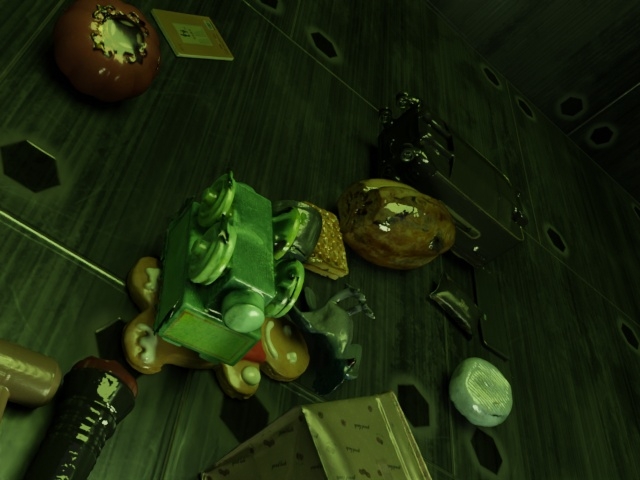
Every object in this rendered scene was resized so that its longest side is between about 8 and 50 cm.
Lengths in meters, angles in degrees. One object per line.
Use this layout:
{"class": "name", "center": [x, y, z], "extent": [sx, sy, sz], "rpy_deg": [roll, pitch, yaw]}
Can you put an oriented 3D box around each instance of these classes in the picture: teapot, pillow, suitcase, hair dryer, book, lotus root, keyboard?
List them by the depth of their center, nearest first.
{"class": "hair dryer", "center": [-0.364, 0.196, 0.814], "extent": [0.117, 0.064, 0.182], "rpy_deg": [31, 46, -31]}
{"class": "teapot", "center": [-0.067, -0.012, 1.320], "extent": [0.149, 0.111, 0.108], "rpy_deg": [31, 52, -37]}
{"class": "book", "center": [-0.268, -0.433, 1.570], "extent": [0.172, 0.012, 0.118], "rpy_deg": [-14, 70, -55]}
{"class": "lotus root", "center": [0.177, -0.037, 1.573], "extent": [0.290, 0.193, 0.193], "rpy_deg": [19, 45, -39]}
{"class": "pillow", "center": [0.310, 0.145, 1.671], "extent": [0.150, 0.048, 0.090], "rpy_deg": [47, 31, -11]}
{"class": "keyboard", "center": [0.413, 0.198, 1.763], "extent": [0.103, 0.041, 0.381], "rpy_deg": [33, 31, -24]}
{"class": "suitcase", "center": [0.305, -0.132, 1.798], "extent": [0.433, 0.194, 0.283], "rpy_deg": [33, 37, -26]}

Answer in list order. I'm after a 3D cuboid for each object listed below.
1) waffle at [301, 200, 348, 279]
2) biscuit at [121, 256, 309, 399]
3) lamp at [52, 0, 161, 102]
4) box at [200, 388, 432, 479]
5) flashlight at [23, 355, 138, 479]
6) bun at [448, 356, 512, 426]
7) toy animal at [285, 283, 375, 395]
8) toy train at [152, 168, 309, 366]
{"class": "waffle", "center": [-0.001, 0.000, 1.443], "extent": [0.102, 0.042, 0.148], "rpy_deg": [24, 42, -38]}
{"class": "biscuit", "center": [-0.144, 0.134, 1.141], "extent": [0.339, 0.047, 0.216], "rpy_deg": [25, 42, -34]}
{"class": "lamp", "center": [-0.360, -0.317, 1.247], "extent": [0.182, 0.140, 0.182], "rpy_deg": [15, 65, -34]}
{"class": "box", "center": [0.017, 0.373, 0.938], "extent": [0.190, 0.225, 0.297], "rpy_deg": [8, 51, -47]}
{"class": "flashlight", "center": [-0.285, 0.244, 0.839], "extent": [0.093, 0.093, 0.232], "rpy_deg": [38, 41, -20]}
{"class": "bun", "center": [0.315, 0.309, 1.491], "extent": [0.140, 0.083, 0.141], "rpy_deg": [21, 47, -24]}
{"class": "toy animal", "center": [0.006, 0.148, 1.244], "extent": [0.239, 0.176, 0.255], "rpy_deg": [53, -14, -26]}
{"class": "toy train", "center": [-0.130, 0.033, 1.046], "extent": [0.159, 0.188, 0.272], "rpy_deg": [29, 32, -27]}
